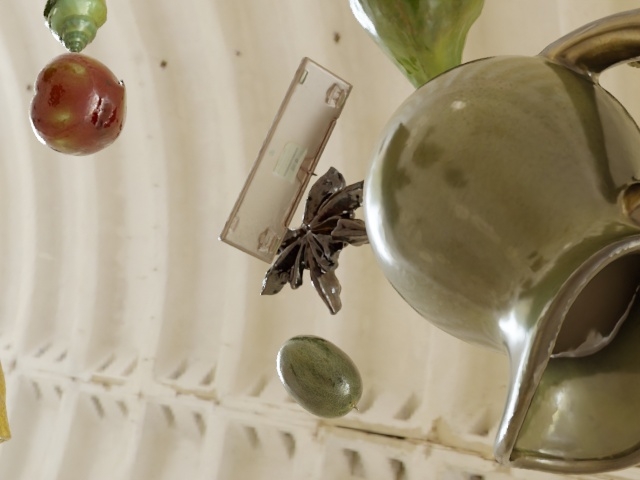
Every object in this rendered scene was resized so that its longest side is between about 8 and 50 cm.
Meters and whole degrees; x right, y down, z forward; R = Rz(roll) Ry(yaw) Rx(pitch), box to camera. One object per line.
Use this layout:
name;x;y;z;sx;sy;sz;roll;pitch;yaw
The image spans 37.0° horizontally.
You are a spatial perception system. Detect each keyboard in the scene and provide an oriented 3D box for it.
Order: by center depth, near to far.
keyboard;-0.027;-0.065;0.786;0.017;0.055;0.166;16;-100;63

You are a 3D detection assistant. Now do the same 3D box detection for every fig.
fig;0.138;-0.307;1.320;0.206;0.206;0.275;2;-73;42

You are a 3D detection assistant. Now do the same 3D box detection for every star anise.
star anise;0.000;-0.004;1.649;0.282;0.129;0.212;-55;-145;18

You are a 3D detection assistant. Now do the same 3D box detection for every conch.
conch;-0.357;-0.337;1.389;0.095;0.079;0.200;-25;-140;3

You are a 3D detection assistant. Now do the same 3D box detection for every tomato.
tomato;-0.196;-0.110;0.793;0.075;0.087;0.087;9;-98;7

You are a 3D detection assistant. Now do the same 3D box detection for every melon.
melon;0.002;0.221;1.545;0.167;0.114;0.114;37;-78;25

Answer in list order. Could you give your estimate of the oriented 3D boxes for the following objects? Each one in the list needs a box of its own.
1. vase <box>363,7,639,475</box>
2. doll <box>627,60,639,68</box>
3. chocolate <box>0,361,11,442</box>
vase;0.195;-0.029;0.737;0.329;0.241;0.302;-57;-145;25
doll;0.458;-0.209;1.099;0.137;0.209;0.097;117;-6;-48
chocolate;-0.505;0.199;1.407;0.086;0.086;0.219;-37;-116;28
